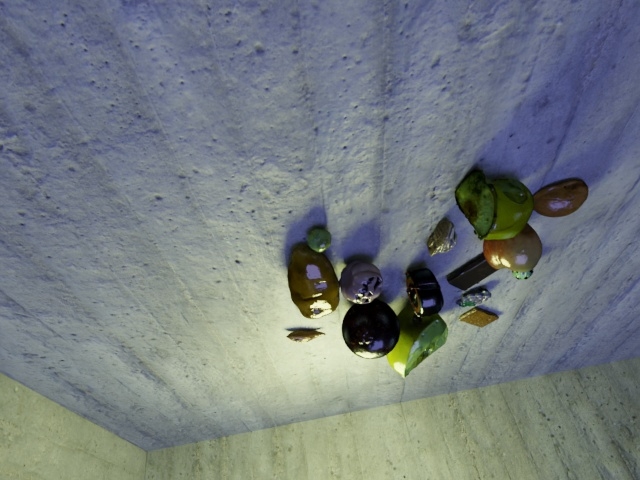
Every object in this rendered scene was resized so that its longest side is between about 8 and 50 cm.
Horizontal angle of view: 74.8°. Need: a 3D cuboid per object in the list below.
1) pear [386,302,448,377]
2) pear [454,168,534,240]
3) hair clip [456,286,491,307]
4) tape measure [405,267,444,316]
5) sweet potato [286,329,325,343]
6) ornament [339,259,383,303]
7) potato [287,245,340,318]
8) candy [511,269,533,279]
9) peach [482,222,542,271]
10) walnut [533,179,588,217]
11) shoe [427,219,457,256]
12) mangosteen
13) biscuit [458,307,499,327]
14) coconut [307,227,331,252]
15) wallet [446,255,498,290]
[{"bbox_3d":[0.457,0.435,2.038,0.343,0.239,0.317,-26,133,-33],"label":"pear"},{"bbox_3d":[0.621,-0.113,1.411,0.256,0.238,0.163,7,132,-19],"label":"pear"},{"bbox_3d":[0.761,0.286,2.096,0.124,0.052,0.195,15,143,-16],"label":"hair clip"},{"bbox_3d":[0.444,0.225,1.810,0.135,0.202,0.222,-15,146,-1],"label":"tape measure"},{"bbox_3d":[-0.073,0.480,2.103,0.206,0.067,0.060,-5,166,-16],"label":"sweet potato"},{"bbox_3d":[0.168,0.169,1.696,0.178,0.177,0.177,-7,141,-6],"label":"ornament"},{"bbox_3d":[-0.029,0.165,1.664,0.177,0.196,0.368,-37,139,-27],"label":"potato"},{"bbox_3d":[0.881,0.098,1.822,0.091,0.083,0.305,-48,148,-1],"label":"candy"},{"bbox_3d":[0.746,0.008,1.627,0.233,0.232,0.232,-7,141,-6],"label":"peach"},{"bbox_3d":[0.903,-0.139,1.568,0.212,0.086,0.167,-13,145,3],"label":"walnut"},{"bbox_3d":[0.490,-0.003,1.630,0.093,0.088,0.180,1,142,-14],"label":"shoe"},{"bbox_3d":[0.234,0.405,1.940,0.289,0.287,0.287,-7,141,-6],"label":"mangosteen"},{"bbox_3d":[0.867,0.423,2.294,0.231,0.025,0.131,22,132,-35],"label":"biscuit"},{"bbox_3d":[0.000,0.000,1.518,0.096,0.087,0.088,22,131,-24],"label":"coconut"},{"bbox_3d":[0.726,0.125,1.882,0.165,0.042,0.310,23,130,-36],"label":"wallet"}]
